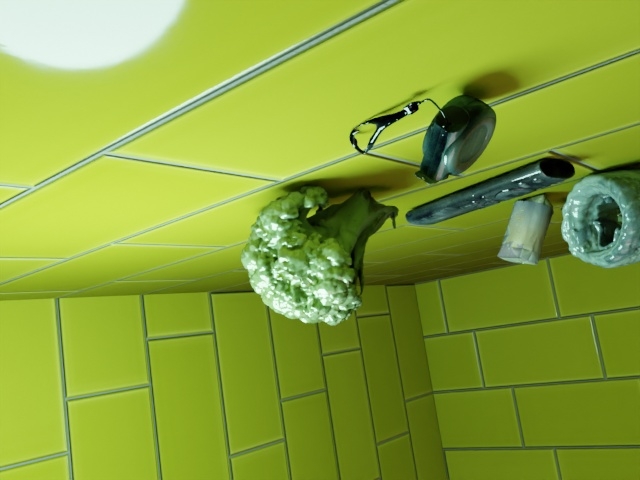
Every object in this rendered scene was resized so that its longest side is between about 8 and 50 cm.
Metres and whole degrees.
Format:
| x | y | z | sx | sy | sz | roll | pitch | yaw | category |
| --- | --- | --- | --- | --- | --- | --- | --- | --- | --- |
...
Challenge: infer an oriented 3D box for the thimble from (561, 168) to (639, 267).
| x | y | z | sx | sy | sz | roll | pitch | yaw | category |
| --- | --- | --- | --- | --- | --- | --- | --- | --- | --- |
| 0.650 | -0.049 | 1.374 | 0.172 | 0.204 | 0.250 | -12 | 156 | -16 | thimble |

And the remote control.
| x | y | z | sx | sy | sz | roll | pitch | yaw | category |
| --- | --- | --- | --- | --- | --- | --- | --- | --- | --- |
| 0.338 | -0.092 | 1.327 | 0.107 | 0.044 | 0.378 | -7 | 172 | -35 | remote control |

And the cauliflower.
| x | y | z | sx | sy | sz | roll | pitch | yaw | category |
| --- | --- | --- | --- | --- | --- | --- | --- | --- | --- |
| -0.018 | 0.005 | 1.160 | 0.260 | 0.280 | 0.327 | 31 | 171 | -42 | cauliflower |

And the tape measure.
| x | y | z | sx | sy | sz | roll | pitch | yaw | category |
| --- | --- | --- | --- | --- | --- | --- | --- | --- | --- |
| 0.126 | -0.148 | 0.811 | 0.180 | 0.104 | 0.107 | 25 | -139 | 37 | tape measure |

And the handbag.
| x | y | z | sx | sy | sz | roll | pitch | yaw | category |
| --- | --- | --- | --- | --- | --- | --- | --- | --- | --- |
| 0.507 | -0.028 | 1.550 | 0.095 | 0.173 | 0.117 | 18 | 177 | -13 | handbag |

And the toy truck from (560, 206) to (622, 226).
| x | y | z | sx | sy | sz | roll | pitch | yaw | category |
| --- | --- | --- | --- | --- | --- | --- | --- | --- | --- |
| 0.716 | -0.072 | 1.572 | 0.135 | 0.128 | 0.260 | 17 | 157 | -38 | toy truck |
